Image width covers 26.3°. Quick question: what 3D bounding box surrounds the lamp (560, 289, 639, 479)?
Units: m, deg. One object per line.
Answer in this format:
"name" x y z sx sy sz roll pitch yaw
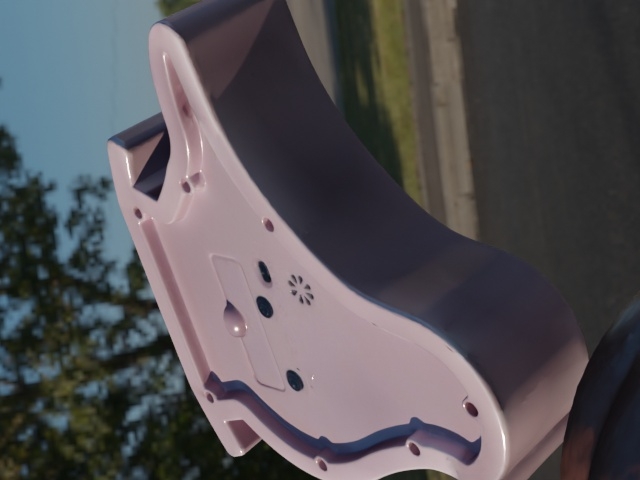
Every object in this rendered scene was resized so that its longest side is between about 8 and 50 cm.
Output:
"lamp" 0.221 0.107 0.410 0.305 0.306 0.239 -113 28 -80

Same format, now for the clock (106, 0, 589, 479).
"clock" 0.000 0.000 0.750 0.275 0.080 0.290 5 123 49
